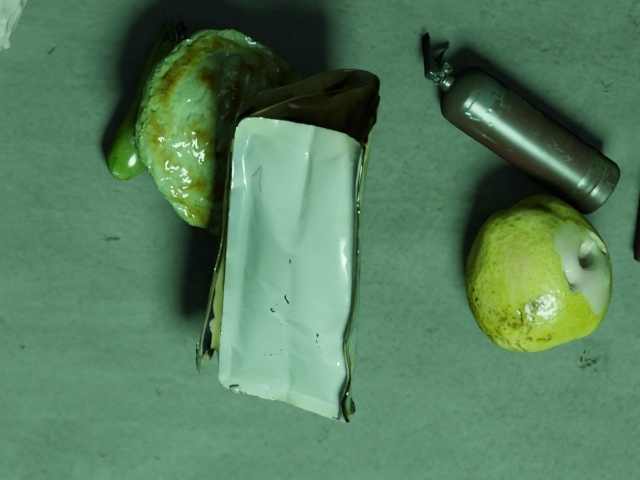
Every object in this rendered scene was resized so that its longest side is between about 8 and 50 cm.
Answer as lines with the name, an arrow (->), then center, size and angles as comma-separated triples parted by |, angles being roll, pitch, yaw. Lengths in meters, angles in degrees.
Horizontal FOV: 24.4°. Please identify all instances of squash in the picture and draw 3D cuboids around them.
squash -> -0.178, -0.148, 1.576 | 0.052, 0.052, 0.183 | 23, 85, -15

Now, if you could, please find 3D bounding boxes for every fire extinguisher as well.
fire extinguisher -> 0.217, -0.135, 1.677 | 0.267, 0.072, 0.089 | 33, 49, -14

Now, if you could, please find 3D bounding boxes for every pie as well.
pie -> -0.091, -0.102, 1.564 | 0.248, 0.090, 0.201 | 38, 79, -32

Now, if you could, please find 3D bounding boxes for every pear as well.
pear -> 0.241, 0.035, 1.641 | 0.178, 0.178, 0.178 | -1, 93, -15

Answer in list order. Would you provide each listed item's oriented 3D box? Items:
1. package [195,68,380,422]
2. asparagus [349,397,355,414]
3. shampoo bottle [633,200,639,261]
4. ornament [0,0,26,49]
package -> -0.033, -0.002, 1.510 | 0.165, 0.221, 0.311 | 6, 116, 1
asparagus -> -0.027, 0.149, 1.643 | 0.165, 0.030, 0.036 | 34, 60, -13
shampoo bottle -> 0.416, -0.087, 1.732 | 0.068, 0.067, 0.236 | 8, 91, -7
ornament -> -0.403, -0.265, 1.415 | 0.259, 0.225, 0.259 | -1, 92, -15
